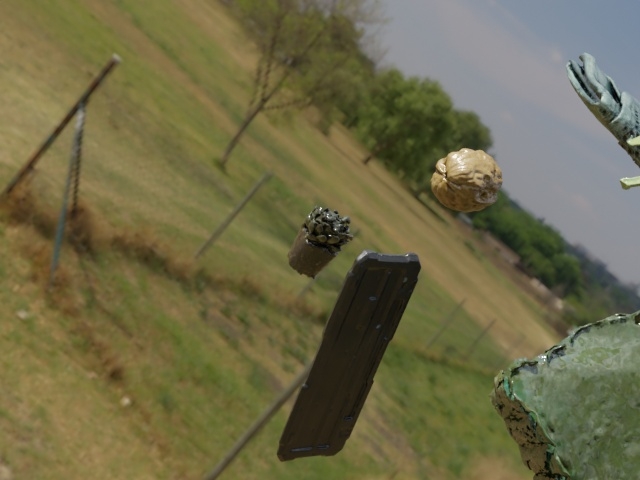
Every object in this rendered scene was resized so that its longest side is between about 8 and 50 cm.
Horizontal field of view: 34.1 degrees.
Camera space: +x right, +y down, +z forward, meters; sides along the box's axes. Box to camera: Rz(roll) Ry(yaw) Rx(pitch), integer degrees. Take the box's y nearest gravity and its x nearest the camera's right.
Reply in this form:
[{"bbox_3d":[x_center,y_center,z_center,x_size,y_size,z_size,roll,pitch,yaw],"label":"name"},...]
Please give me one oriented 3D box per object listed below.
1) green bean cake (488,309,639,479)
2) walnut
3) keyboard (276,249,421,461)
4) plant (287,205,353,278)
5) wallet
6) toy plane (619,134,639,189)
[{"bbox_3d":[0.367,0.231,1.320,0.255,0.241,0.132,63,-9,8],"label":"green bean cake"},{"bbox_3d":[0.186,-0.076,1.320,0.096,0.079,0.082,5,41,-42],"label":"walnut"},{"bbox_3d":[0.030,0.127,1.129,0.106,0.262,0.016,4,25,-41],"label":"keyboard"},{"bbox_3d":[0.000,0.000,1.974,0.094,0.143,0.092,24,29,-16],"label":"plant"},{"bbox_3d":[0.506,-0.126,1.576,0.342,0.075,0.237,47,20,-17],"label":"wallet"},{"bbox_3d":[0.237,-0.057,0.641,0.040,0.102,0.111,52,1,-26],"label":"toy plane"}]
